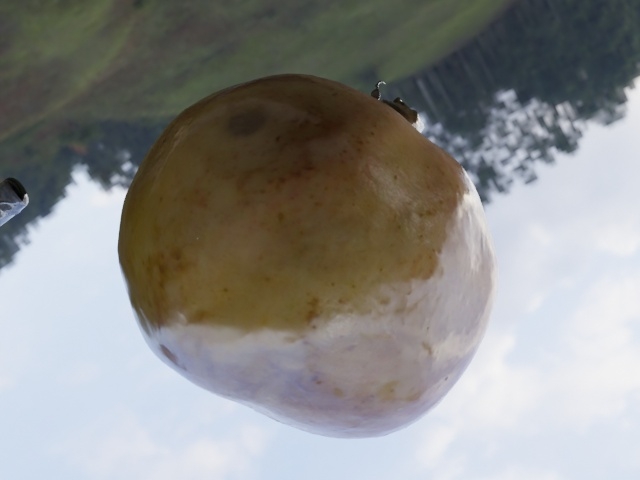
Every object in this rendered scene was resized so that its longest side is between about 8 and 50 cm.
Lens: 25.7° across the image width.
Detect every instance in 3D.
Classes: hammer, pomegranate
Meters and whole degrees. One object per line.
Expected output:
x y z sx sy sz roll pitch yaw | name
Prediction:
-0.531 0.046 1.806 0.427 0.152 0.044 -39 170 23 | hammer
0.000 0.000 1.219 0.338 0.338 0.338 -25 -154 13 | pomegranate
